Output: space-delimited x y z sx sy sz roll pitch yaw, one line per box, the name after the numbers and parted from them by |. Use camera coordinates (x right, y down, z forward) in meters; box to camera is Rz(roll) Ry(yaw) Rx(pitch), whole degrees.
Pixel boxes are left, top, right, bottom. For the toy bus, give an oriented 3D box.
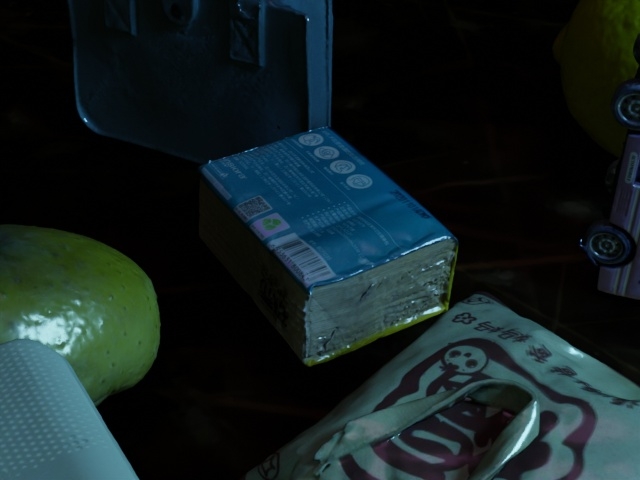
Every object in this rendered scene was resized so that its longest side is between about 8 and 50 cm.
0.245 -0.052 0.768 0.108 0.199 0.096 16 42 17 | toy bus

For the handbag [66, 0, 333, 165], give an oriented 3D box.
-0.100 -0.149 0.924 0.229 0.179 0.062 18 42 21 | handbag

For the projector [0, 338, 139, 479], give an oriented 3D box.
-0.132 0.188 0.492 0.163 0.177 0.242 -23 41 -22 | projector

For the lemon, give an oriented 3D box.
0.296 -0.137 0.891 0.248 0.184 0.184 26 46 33 | lemon

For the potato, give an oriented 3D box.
-0.219 0.064 0.691 0.248 0.143 0.169 -9 34 -23 | potato

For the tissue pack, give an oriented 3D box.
0.000 0.000 0.803 0.120 0.082 0.169 -20 41 -23 | tissue pack

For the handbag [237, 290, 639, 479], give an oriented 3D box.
0.087 0.132 0.600 0.235 0.127 0.213 -39 48 -22 | handbag
